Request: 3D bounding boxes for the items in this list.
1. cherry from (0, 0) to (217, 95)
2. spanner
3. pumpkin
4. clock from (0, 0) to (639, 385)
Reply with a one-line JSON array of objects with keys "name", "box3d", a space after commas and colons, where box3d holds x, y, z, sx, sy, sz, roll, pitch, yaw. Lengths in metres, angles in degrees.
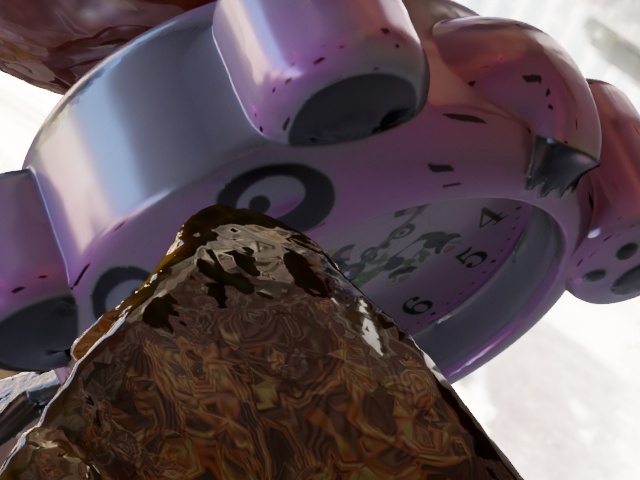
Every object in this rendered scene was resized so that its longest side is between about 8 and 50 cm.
[{"name": "cherry", "box3d": [-0.095, -0.240, 0.823, 0.326, 0.291, 0.335, -65, 29, 21]}, {"name": "spanner", "box3d": [-0.128, 0.040, 1.160, 0.093, 0.026, 0.325, -3, 34, 48]}, {"name": "pumpkin", "box3d": [-0.010, 0.149, 0.317, 0.258, 0.290, 0.095, -34, -10, -35]}, {"name": "clock", "box3d": [0.000, 0.000, 0.616, 0.227, 0.090, 0.248, -35, -31, 19]}]
